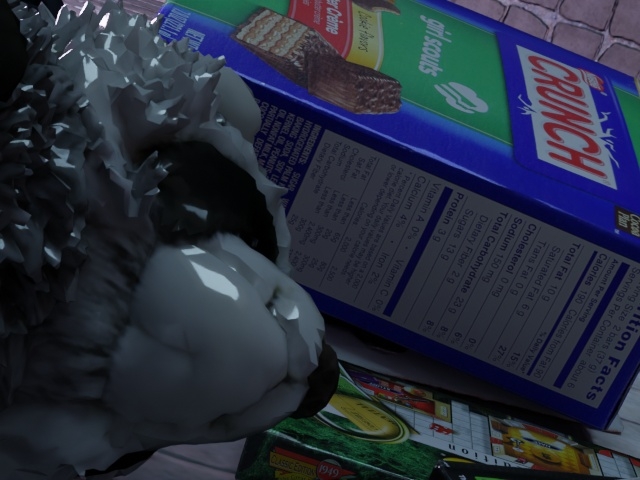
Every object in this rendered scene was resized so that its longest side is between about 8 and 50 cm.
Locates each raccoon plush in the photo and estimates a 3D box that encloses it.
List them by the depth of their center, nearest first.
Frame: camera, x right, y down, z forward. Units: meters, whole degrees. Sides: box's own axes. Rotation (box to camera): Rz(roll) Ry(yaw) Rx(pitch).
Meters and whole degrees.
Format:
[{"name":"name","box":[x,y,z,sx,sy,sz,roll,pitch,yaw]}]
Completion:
[{"name":"raccoon plush","box":[-0.193,-0.069,0.455,0.446,0.216,0.299,42,11,5]}]

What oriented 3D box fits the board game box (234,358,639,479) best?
[{"name":"board game box","box":[0.096,0.113,0.678,0.259,0.030,0.136,18,15,0]}]

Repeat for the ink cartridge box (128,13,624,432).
[{"name":"ink cartridge box","box":[0.000,0.000,0.993,0.308,0.091,0.385,15,29,-17]}]

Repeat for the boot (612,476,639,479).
[{"name":"boot","box":[0.089,0.108,0.355,0.258,0.095,0.123,2,-29,7]}]

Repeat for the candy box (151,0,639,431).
[{"name":"candy box","box":[0.050,-0.057,0.902,0.317,0.122,0.268,23,27,-5]}]

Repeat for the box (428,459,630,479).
[{"name":"box","box":[0.145,0.148,0.503,0.184,0.045,0.191,8,23,-25]}]

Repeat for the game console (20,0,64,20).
[{"name":"game console","box":[-0.276,-0.128,0.655,0.386,0.060,0.342,12,40,-39]}]
